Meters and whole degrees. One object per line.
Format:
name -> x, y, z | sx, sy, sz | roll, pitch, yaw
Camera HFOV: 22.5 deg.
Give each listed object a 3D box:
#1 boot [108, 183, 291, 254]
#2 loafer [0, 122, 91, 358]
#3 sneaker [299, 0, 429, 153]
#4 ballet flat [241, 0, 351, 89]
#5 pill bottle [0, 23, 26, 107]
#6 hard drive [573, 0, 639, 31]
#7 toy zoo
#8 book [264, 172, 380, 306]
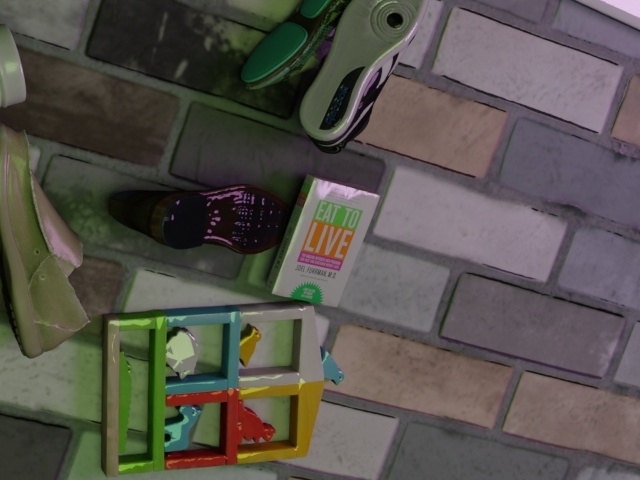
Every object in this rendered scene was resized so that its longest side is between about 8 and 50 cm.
boot -> -0.133, -0.033, 1.806 | 0.219, 0.106, 0.082 | 3, 100, -51
loafer -> -0.306, -0.005, 1.728 | 0.092, 0.102, 0.268 | -15, 118, -19
sneaker -> 0.047, -0.198, 1.809 | 0.079, 0.121, 0.217 | 33, 84, 9
ballet flat -> -0.009, -0.230, 1.802 | 0.070, 0.070, 0.188 | 41, 90, -25
pill bottle -> -0.414, -0.156, 1.629 | 0.215, 0.117, 0.117 | -16, 109, -17
hard drive -> 0.327, -0.388, 1.901 | 0.319, 0.040, 0.210 | 19, 97, -25
toy zoo -> -0.110, 0.170, 1.885 | 0.293, 0.030, 0.192 | -2, 105, -21
book -> 0.000, 0.000, 1.873 | 0.096, 0.035, 0.144 | 12, 102, -37
